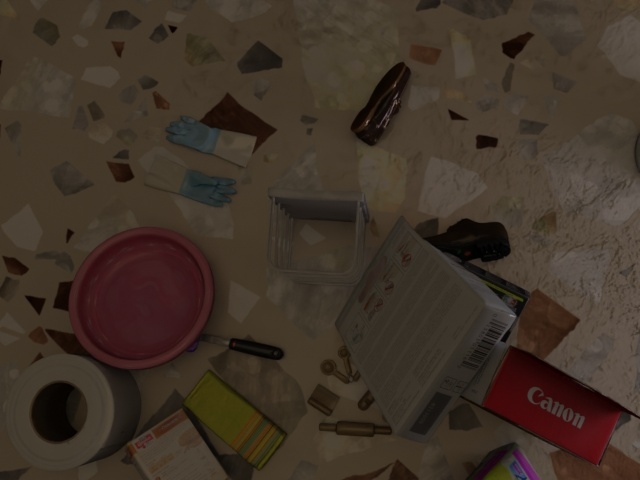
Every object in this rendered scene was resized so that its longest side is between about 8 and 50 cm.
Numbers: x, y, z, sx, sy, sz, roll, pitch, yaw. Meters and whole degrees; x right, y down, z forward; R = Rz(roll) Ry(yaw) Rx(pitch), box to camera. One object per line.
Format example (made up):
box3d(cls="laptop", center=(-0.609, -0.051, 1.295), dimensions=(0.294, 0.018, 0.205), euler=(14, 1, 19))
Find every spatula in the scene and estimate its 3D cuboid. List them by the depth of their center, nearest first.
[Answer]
box3d(cls="spatula", center=(-0.228, 0.233, 1.631), dimensions=(0.296, 0.030, 0.084), euler=(11, 79, 10))

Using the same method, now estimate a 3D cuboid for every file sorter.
box3d(cls="file sorter", center=(0.000, 0.000, 1.526), dimensions=(0.192, 0.278, 0.173), euler=(3, 82, 7))

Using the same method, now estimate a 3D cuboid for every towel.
box3d(cls="towel", center=(-0.196, 0.406, 1.608), dimensions=(0.237, 0.021, 0.102), euler=(37, 80, 12))

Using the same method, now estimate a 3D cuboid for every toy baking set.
box3d(cls="toy baking set", center=(0.100, 0.340, 1.580), dimensions=(0.256, 0.030, 0.197), euler=(6, 81, 7))

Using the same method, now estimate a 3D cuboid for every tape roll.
box3d(cls="tape roll", center=(-0.543, 0.375, 1.573), dimensions=(0.245, 0.169, 0.246), euler=(-1, 79, 6))

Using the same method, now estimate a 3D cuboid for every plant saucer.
box3d(cls="plant saucer", center=(-0.401, 0.135, 1.620), dimensions=(0.331, 0.084, 0.332), euler=(-2, 69, 5))

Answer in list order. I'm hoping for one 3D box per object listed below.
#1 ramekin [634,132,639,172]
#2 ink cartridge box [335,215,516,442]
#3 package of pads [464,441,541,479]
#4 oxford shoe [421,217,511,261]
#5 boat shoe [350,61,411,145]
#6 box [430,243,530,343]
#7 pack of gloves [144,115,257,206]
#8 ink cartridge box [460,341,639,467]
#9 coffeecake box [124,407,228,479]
box3d(cls="ramekin", center=(0.815, -0.205, 1.560), dimensions=(0.207, 0.109, 0.207), euler=(-1, 80, 6))
box3d(cls="ink cartridge box", center=(0.189, 0.165, 1.444), dimensions=(0.091, 0.385, 0.308), euler=(22, 108, -27))
box3d(cls="package of pads", center=(0.399, 0.582, 1.403), dimensions=(0.101, 0.229, 0.297), euler=(-38, 77, 31))
box3d(cls="oxford shoe", center=(0.309, 0.001, 1.604), dimensions=(0.227, 0.083, 0.096), euler=(-5, 54, 9))
box3d(cls="boat shoe", center=(0.153, -0.322, 1.676), dimensions=(0.073, 0.073, 0.207), euler=(36, 88, -27))
box3d(cls="box", center=(0.284, 0.150, 1.543), dimensions=(0.270, 0.060, 0.216), euler=(26, 105, 10))
box3d(cls="pack of gloves", center=(-0.294, -0.197, 1.708), dimensions=(0.231, 0.046, 0.195), euler=(17, 83, 8))
box3d(cls="ink cartridge box", center=(0.414, 0.306, 1.374), dimensions=(0.309, 0.272, 0.130), euler=(29, 83, -18))
box3d(cls="coffeecake box", center=(-0.316, 0.488, 1.549), dimensions=(0.142, 0.068, 0.186), euler=(-30, 76, -32))
